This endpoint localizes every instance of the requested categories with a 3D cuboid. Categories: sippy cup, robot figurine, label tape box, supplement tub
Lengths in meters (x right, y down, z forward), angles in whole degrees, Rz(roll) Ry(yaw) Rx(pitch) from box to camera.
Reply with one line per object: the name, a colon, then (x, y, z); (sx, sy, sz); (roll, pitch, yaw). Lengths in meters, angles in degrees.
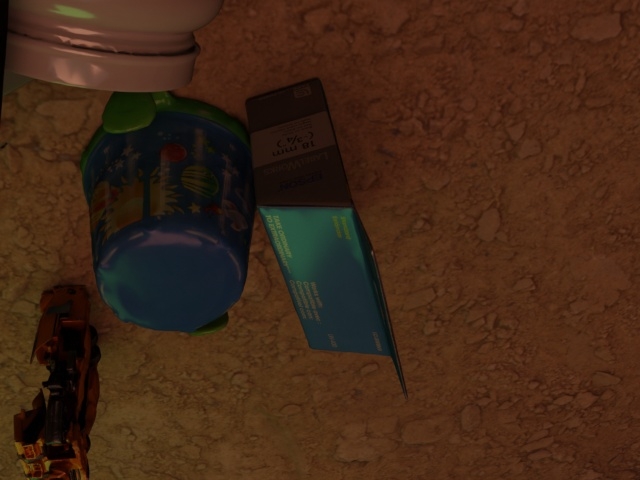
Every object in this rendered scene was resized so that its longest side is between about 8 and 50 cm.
sippy cup: (-0.179, -0.019, 0.881); (0.240, 0.224, 0.305); (-40, 125, 21)
robot figurine: (-0.355, 0.212, 0.997); (0.085, 0.291, 0.211); (-3, 129, -8)
label tape box: (0.000, 0.000, 0.856); (0.105, 0.334, 0.241); (-15, 130, 2)
supplement tub: (-0.179, -0.308, 0.594); (0.235, 0.235, 0.325); (7, 114, -16)

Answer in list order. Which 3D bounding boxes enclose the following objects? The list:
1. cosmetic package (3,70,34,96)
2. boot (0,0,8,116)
cosmetic package: (-0.392, -0.204, 0.766); (0.237, 0.107, 0.127); (-26, 128, 13)
boot: (-0.362, -0.221, 0.517); (0.146, 0.367, 0.445); (-27, 145, -51)
